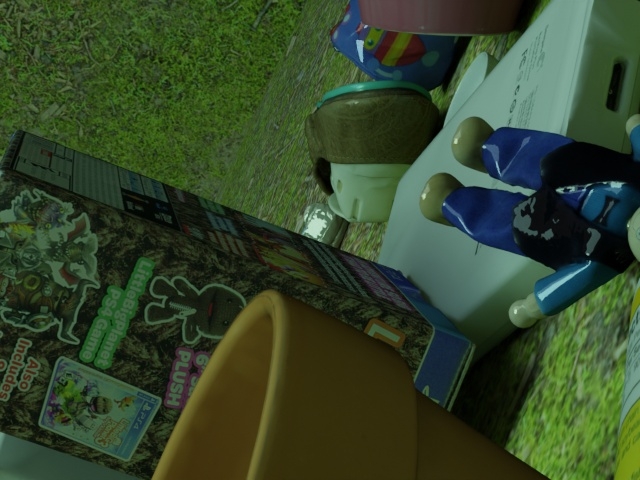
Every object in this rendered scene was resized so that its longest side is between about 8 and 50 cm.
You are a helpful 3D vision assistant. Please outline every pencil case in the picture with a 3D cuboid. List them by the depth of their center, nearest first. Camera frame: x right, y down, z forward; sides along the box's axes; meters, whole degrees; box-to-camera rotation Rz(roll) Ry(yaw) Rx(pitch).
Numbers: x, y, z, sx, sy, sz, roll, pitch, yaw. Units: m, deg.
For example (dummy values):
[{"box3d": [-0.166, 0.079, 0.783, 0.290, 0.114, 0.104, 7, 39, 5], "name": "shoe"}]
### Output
[{"box3d": [0.116, -0.285, 1.434, 0.306, 0.119, 0.133, -65, -12, 21], "name": "pencil case"}]

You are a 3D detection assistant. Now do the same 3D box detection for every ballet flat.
[{"box3d": [0.040, -0.078, 1.469, 0.342, 0.116, 0.124, -172, 83, -81], "name": "ballet flat"}]

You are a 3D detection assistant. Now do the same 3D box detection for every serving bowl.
[{"box3d": [0.126, -0.107, 1.241, 0.083, 0.027, 0.083, -158, 90, -81], "name": "serving bowl"}]

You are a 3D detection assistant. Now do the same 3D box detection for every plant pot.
[{"box3d": [0.017, 0.189, 0.641, 0.291, 0.204, 0.290, -158, 90, -80], "name": "plant pot"}, {"box3d": [0.101, -0.263, 1.264, 0.201, 0.201, 0.180, -106, 19, -75], "name": "plant pot"}]

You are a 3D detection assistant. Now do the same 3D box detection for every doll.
[{"box3d": [0.128, -0.014, 0.811, 0.189, 0.046, 0.129, 20, 78, 56], "name": "doll"}]

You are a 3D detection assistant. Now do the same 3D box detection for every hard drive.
[{"box3d": [0.114, -0.023, 1.062, 0.353, 0.047, 0.233, 129, 160, -59], "name": "hard drive"}]

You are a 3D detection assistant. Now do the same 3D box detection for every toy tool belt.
[{"box3d": [0.000, 0.000, 1.681, 0.083, 0.052, 0.051, -64, -22, 5], "name": "toy tool belt"}]

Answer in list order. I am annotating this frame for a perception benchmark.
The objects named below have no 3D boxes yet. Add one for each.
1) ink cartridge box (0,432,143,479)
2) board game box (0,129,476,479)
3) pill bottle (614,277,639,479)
[{"box3d": [-0.167, 0.311, 1.152, 0.166, 0.286, 0.394, -91, 24, -64], "name": "ink cartridge box"}, {"box3d": [-0.083, 0.055, 0.981, 0.232, 0.291, 0.141, -130, 61, -77], "name": "board game box"}, {"box3d": [0.148, 0.059, 0.458, 0.119, 0.119, 0.208, 124, 165, -51], "name": "pill bottle"}]
